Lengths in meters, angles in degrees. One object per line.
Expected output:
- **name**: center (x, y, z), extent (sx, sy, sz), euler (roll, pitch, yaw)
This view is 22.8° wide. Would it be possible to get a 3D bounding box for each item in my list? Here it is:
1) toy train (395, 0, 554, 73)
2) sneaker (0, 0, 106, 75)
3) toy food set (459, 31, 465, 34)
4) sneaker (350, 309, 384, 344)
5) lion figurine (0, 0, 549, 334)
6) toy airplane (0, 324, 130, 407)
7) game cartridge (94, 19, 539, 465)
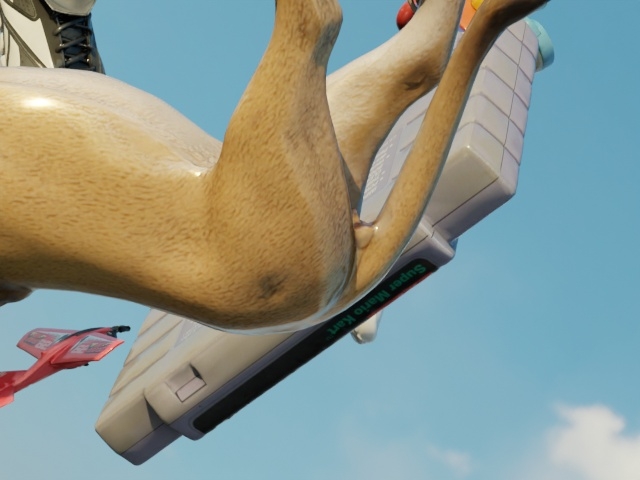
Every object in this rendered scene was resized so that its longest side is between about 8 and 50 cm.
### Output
- **toy train**: center (0.156, -0.218, 1.514), extent (0.105, 0.143, 0.248), euler (47, -19, 32)
- **sneaker**: center (-0.213, -0.176, 1.271), extent (0.106, 0.078, 0.234), euler (-52, -129, 42)
- **toy food set**: center (0.085, -0.139, 1.204), extent (0.083, 0.083, 0.020), euler (-15, -96, 58)
- **sneaker**: center (0.093, 0.024, 2.039), extent (0.115, 0.232, 0.090), euler (11, -13, -6)
- **lion figurine**: center (-0.101, -0.027, 0.690), extent (0.392, 0.240, 0.142), euler (7, 7, 11)
- **toy airplane**: center (-0.211, 0.095, 1.214), extent (0.151, 0.151, 0.028), euler (4, -68, 58)
- **game cartridge**: center (0.000, 0.000, 1.098), extent (0.068, 0.230, 0.355), euler (41, -59, -19)
